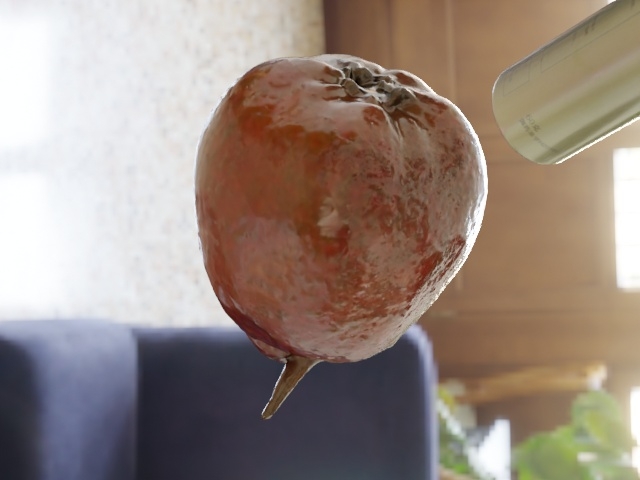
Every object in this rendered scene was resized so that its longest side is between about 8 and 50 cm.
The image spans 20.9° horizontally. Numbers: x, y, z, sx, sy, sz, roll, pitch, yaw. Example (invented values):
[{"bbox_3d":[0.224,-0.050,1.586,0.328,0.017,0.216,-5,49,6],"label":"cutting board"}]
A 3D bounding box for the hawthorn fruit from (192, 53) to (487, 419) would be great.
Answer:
[{"bbox_3d":[0.000,0.000,1.241,0.210,0.210,0.262,-51,160,-70],"label":"hawthorn fruit"}]

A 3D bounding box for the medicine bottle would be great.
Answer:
[{"bbox_3d":[0.175,-0.104,0.836,0.059,0.231,0.059,14,64,-30],"label":"medicine bottle"}]
